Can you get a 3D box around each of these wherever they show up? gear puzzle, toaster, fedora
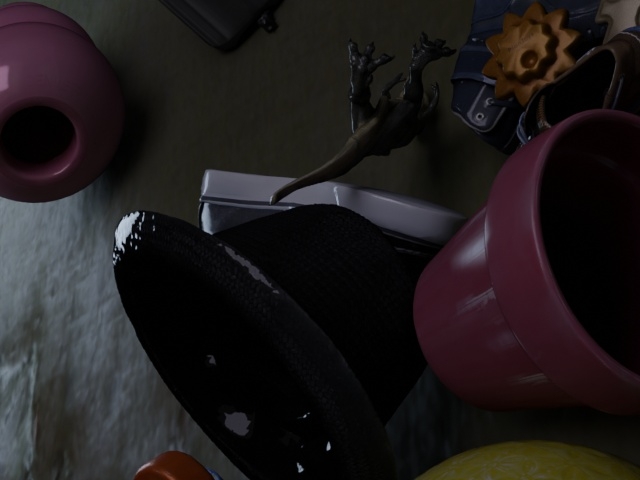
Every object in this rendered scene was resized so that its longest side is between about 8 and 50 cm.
[{"bbox_3d":[0.259,-0.132,1.116,0.339,0.044,0.176,16,86,39],"label":"gear puzzle"},{"bbox_3d":[-0.138,-0.315,1.708,0.129,0.146,0.227,-44,37,15],"label":"toaster"},{"bbox_3d":[-0.016,0.071,1.196,0.152,0.334,0.334,-36,30,-23],"label":"fedora"}]

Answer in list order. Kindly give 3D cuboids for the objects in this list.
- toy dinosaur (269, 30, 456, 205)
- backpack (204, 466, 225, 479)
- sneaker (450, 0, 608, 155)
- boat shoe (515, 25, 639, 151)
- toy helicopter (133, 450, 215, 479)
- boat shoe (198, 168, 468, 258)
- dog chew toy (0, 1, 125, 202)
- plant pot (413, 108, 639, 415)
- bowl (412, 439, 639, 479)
[{"bbox_3d":[0.051,-0.113,1.286,0.064,0.268,0.118,30,121,18],"label":"toy dinosaur"},{"bbox_3d":[-0.115,0.246,1.280,0.105,0.084,0.114,0,59,46],"label":"backpack"},{"bbox_3d":[0.205,-0.141,1.242,0.226,0.086,0.163,15,82,44],"label":"sneaker"},{"bbox_3d":[0.177,-0.086,1.108,0.066,0.066,0.183,56,133,27],"label":"boat shoe"},{"bbox_3d":[-0.154,0.335,1.199,0.140,0.235,0.355,-30,-8,-40],"label":"toy helicopter"},{"bbox_3d":[0.000,0.000,1.339,0.301,0.108,0.102,9,89,41],"label":"boat shoe"},{"bbox_3d":[-0.342,-0.182,1.798,0.206,0.206,0.332,-46,28,11],"label":"dog chew toy"},{"bbox_3d":[0.167,0.034,1.062,0.180,0.201,0.201,-32,39,50],"label":"plant pot"},{"bbox_3d":[0.098,0.243,0.984,0.289,0.156,0.289,-29,43,31],"label":"bowl"}]
